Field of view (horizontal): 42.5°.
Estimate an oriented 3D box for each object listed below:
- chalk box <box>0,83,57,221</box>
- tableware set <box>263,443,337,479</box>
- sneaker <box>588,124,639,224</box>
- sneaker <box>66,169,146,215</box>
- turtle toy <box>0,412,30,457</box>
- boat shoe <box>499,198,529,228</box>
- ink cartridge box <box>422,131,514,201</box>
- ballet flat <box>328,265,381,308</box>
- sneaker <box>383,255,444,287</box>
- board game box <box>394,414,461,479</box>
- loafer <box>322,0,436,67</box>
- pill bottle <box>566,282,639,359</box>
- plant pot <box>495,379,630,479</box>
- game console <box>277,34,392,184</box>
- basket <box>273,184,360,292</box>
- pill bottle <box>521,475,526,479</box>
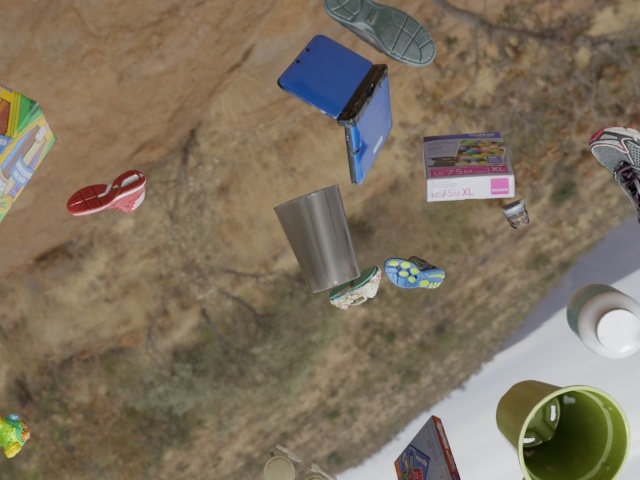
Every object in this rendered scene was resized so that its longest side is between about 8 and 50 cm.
[{"bbox_3d":[-0.688,-0.159,1.621,0.289,0.180,0.179,-62,176,-19],"label":"chalk box"},{"bbox_3d":[-0.064,0.621,2.107,0.039,0.194,0.128,-43,-163,57],"label":"tableware set"},{"bbox_3d":[0.593,-0.084,1.465,0.112,0.299,0.121,-45,179,-16],"label":"sneaker"},{"bbox_3d":[-0.570,-0.097,2.232,0.221,0.087,0.128,-23,151,-17],"label":"sneaker"},{"bbox_3d":[-0.703,0.437,1.869,0.066,0.095,0.130,-33,177,-37],"label":"turtle toy"},{"bbox_3d":[0.504,-0.064,2.123,0.066,0.066,0.183,-24,180,18],"label":"boat shoe"},{"bbox_3d":[0.327,-0.180,1.864,0.186,0.065,0.311,-2,-155,6],"label":"ink cartridge box"},{"bbox_3d":[0.117,0.139,2.378,0.241,0.077,0.091,-32,-156,52],"label":"ballet flat"},{"bbox_3d":[0.219,0.075,2.000,0.188,0.078,0.067,10,108,-40],"label":"sneaker"},{"bbox_3d":[0.212,0.479,1.591,0.145,0.027,0.281,-55,-162,19],"label":"board game box"},{"bbox_3d":[0.128,-0.458,1.774,0.096,0.267,0.084,-58,-179,-2],"label":"loafer"},{"bbox_3d":[0.634,0.179,1.819,0.146,0.146,0.264,-31,178,9],"label":"pill bottle"},{"bbox_3d":[0.553,0.451,1.982,0.276,0.276,0.254,-28,-170,-7],"label":"plant pot"},{"bbox_3d":[0.042,-0.304,1.878,0.173,0.250,0.293,5,-144,20],"label":"game console"},{"bbox_3d":[0.000,0.000,1.992,0.154,0.226,0.204,-19,-179,-32],"label":"basket"},{"bbox_3d":[0.671,0.777,2.202,0.204,0.361,0.204,-19,-149,12],"label":"pill bottle"}]
